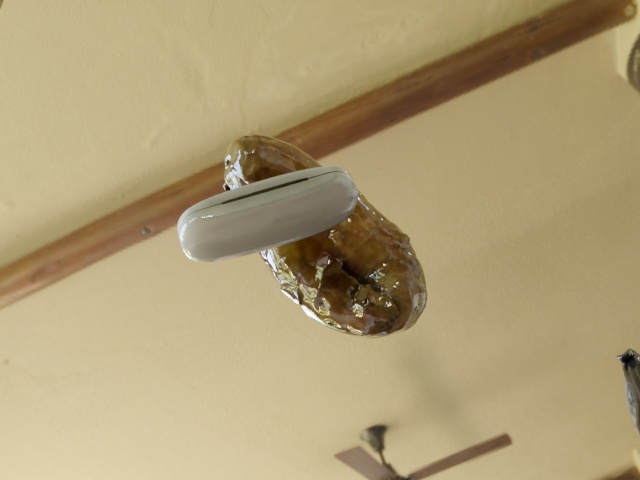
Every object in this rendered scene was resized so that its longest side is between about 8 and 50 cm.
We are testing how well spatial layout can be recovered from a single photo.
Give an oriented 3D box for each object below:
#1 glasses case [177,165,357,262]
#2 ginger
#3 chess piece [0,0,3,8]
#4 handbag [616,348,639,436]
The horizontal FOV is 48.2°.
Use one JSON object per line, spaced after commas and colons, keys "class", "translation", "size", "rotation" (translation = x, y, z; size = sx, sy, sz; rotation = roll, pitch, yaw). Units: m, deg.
{"class": "glasses case", "translation": [-0.054, -0.027, 0.751], "size": [0.193, 0.049, 0.074], "rotation": [-18, -37, -10]}
{"class": "ginger", "translation": [0.000, 0.000, 0.929], "size": [0.165, 0.321, 0.172], "rotation": [-46, -5, -6]}
{"class": "chess piece", "translation": [-0.339, -0.239, 0.666], "size": [0.084, 0.038, 0.083], "rotation": [-2, -67, -4]}
{"class": "handbag", "translation": [0.560, 0.316, 1.079], "size": [0.332, 0.191, 0.075], "rotation": [42, -57, -18]}
